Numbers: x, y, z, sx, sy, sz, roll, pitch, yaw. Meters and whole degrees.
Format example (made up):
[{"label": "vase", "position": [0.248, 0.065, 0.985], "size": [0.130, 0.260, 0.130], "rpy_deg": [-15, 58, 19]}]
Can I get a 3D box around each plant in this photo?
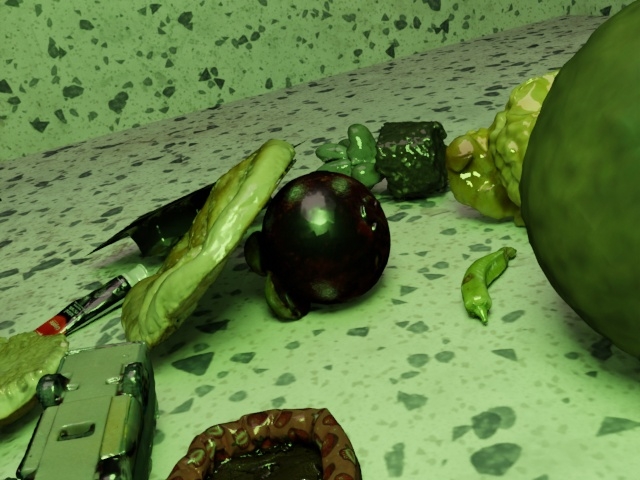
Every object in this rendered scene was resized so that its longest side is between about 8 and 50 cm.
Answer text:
[{"label": "plant", "position": [0.113, -0.154, 1.319], "size": [0.274, 0.149, 0.146], "rpy_deg": [0, 25, 33]}]

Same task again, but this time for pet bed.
[{"label": "pet bed", "position": [-0.054, 0.225, 0.636], "size": [0.201, 0.054, 0.201], "rpy_deg": [-11, 17, 4]}]

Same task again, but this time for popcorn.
[{"label": "popcorn", "position": [0.365, -0.132, 1.066], "size": [0.332, 0.225, 0.265], "rpy_deg": [-17, 40, 11]}]

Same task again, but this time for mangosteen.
[{"label": "mangosteen", "position": [0.000, 0.000, 0.963], "size": [0.209, 0.210, 0.210], "rpy_deg": [-10, 23, 4]}]

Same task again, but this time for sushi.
[{"label": "sushi", "position": [-0.208, -0.034, 1.257], "size": [0.373, 0.100, 0.296], "rpy_deg": [-31, 5, -39]}]

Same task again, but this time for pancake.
[{"label": "pancake", "position": [-0.164, 0.000, 0.970], "size": [0.387, 0.082, 0.387], "rpy_deg": [-49, 11, 13]}]

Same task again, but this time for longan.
[{"label": "longan", "position": [0.390, -0.058, 0.658], "size": [0.390, 0.391, 0.391], "rpy_deg": [-10, 23, 4]}]

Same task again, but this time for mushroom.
[{"label": "mushroom", "position": [-0.466, 0.105, 0.843], "size": [0.208, 0.302, 0.233], "rpy_deg": [-37, -6, 31]}]

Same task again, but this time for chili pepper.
[{"label": "chili pepper", "position": [0.225, 0.047, 0.931], "size": [0.048, 0.043, 0.208], "rpy_deg": [-13, 19, 31]}]

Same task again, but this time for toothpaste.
[{"label": "toothpaste", "position": [-0.360, 0.104, 1.083], "size": [0.193, 0.045, 0.071], "rpy_deg": [-32, 29, -28]}]

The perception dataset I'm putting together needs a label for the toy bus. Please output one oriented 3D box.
[{"label": "toy bus", "position": [-0.211, 0.218, 0.626], "size": [0.112, 0.138, 0.317], "rpy_deg": [-7, 21, -3]}]
